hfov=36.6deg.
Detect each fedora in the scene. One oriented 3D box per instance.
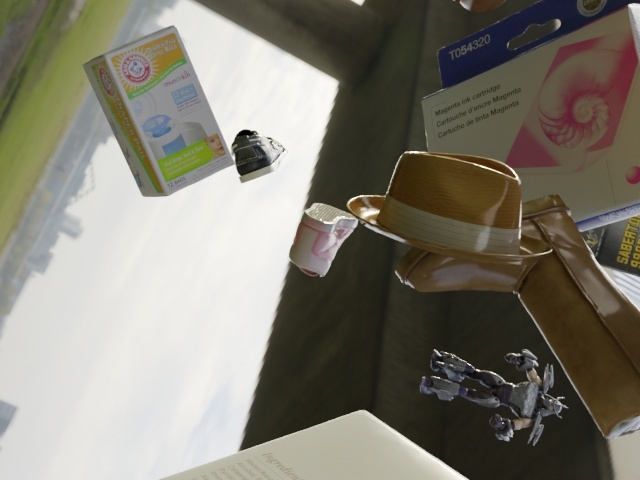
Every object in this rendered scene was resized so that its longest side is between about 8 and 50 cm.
[{"bbox_3d":[0.122,-0.038,0.878,0.194,0.194,0.079,-121,-139,-72],"label":"fedora"}]

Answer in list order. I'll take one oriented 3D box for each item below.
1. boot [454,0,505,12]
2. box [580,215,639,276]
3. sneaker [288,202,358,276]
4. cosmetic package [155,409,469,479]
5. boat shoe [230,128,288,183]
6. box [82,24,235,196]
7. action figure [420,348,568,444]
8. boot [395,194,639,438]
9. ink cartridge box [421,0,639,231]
[{"bbox_3d":[0.232,-0.263,0.844,0.112,0.115,0.305,-28,179,-38],"label":"boot"},{"bbox_3d":[0.583,-0.054,1.793,0.056,0.183,0.231,4,103,-75],"label":"box"},{"bbox_3d":[0.000,0.000,1.067,0.134,0.051,0.070,-24,134,-73],"label":"sneaker"},{"bbox_3d":[-0.010,0.452,1.134,0.327,0.394,0.329,25,-59,51],"label":"cosmetic package"},{"bbox_3d":[-0.107,-0.156,1.634,0.084,0.079,0.233,-24,-170,7],"label":"boat shoe"},{"bbox_3d":[-0.220,-0.172,1.310,0.114,0.203,0.103,-29,-165,-25],"label":"box"},{"bbox_3d":[0.350,0.302,1.929,0.099,0.285,0.185,73,34,-57],"label":"action figure"},{"bbox_3d":[0.241,0.087,1.025,0.089,0.236,0.269,99,-33,-57],"label":"boot"},{"bbox_3d":[0.279,-0.164,1.250,0.324,0.071,0.330,-21,-110,41],"label":"ink cartridge box"}]
